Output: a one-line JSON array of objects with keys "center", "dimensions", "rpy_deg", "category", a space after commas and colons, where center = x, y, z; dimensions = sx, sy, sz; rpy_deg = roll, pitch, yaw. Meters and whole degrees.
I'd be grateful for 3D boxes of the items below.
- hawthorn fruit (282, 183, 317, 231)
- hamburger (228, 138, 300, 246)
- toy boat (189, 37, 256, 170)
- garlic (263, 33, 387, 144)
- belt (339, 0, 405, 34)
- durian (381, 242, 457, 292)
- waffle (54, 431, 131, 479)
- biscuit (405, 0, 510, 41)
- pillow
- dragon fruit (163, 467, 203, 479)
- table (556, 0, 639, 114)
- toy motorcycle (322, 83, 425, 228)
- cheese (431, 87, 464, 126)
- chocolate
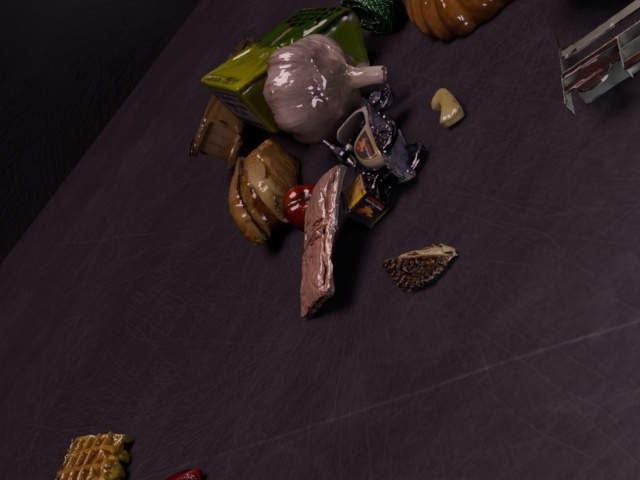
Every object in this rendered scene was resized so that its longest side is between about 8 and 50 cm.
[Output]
[{"center": [-0.020, -0.061, 1.522], "dimensions": [0.093, 0.093, 0.093], "rpy_deg": [-39, 30, 28], "category": "hawthorn fruit"}, {"center": [-0.118, -0.098, 1.673], "dimensions": [0.124, 0.131, 0.262], "rpy_deg": [-42, 24, 21], "category": "hamburger"}, {"center": [-0.198, -0.333, 2.096], "dimensions": [0.162, 0.136, 0.445], "rpy_deg": [118, 169, -48], "category": "toy boat"}, {"center": [0.021, -0.285, 1.589], "dimensions": [0.212, 0.218, 0.218], "rpy_deg": [-6, 51, 39], "category": "garlic"}, {"center": [0.107, -0.485, 1.775], "dimensions": [0.079, 0.121, 0.151], "rpy_deg": [-59, 22, -6], "category": "belt"}, {"center": [0.136, 0.039, 1.216], "dimensions": [0.066, 0.052, 0.130], "rpy_deg": [-25, 8, -40], "category": "durian"}, {"center": [-0.429, 0.440, 1.617], "dimensions": [0.211, 0.055, 0.160], "rpy_deg": [-21, 40, 46], "category": "waffle"}, {"center": [0.273, -0.511, 1.569], "dimensions": [0.326, 0.107, 0.326], "rpy_deg": [-36, 35, 30], "category": "biscuit"}, {"center": [0.000, 0.000, 1.382], "dimensions": [0.126, 0.043, 0.232], "rpy_deg": [130, 148, -64], "category": "pillow"}, {"center": [-0.245, 0.398, 1.360], "dimensions": [0.131, 0.063, 0.097], "rpy_deg": [-35, 33, 33], "category": "dragon fruit"}, {"center": [0.382, -0.241, 1.106], "dimensions": [0.146, 0.062, 0.175], "rpy_deg": [-34, 32, 34], "category": "table"}, {"center": [0.086, -0.155, 1.455], "dimensions": [0.157, 0.091, 0.263], "rpy_deg": [-47, 29, 24], "category": "toy motorcycle"}, {"center": [0.202, -0.212, 1.398], "dimensions": [0.044, 0.030, 0.083], "rpy_deg": [-40, 35, 13], "category": "cheese"}, {"center": [-0.072, -0.361, 1.829], "dimensions": [0.289, 0.137, 0.301], "rpy_deg": [-37, 23, -9], "category": "chocolate"}]
